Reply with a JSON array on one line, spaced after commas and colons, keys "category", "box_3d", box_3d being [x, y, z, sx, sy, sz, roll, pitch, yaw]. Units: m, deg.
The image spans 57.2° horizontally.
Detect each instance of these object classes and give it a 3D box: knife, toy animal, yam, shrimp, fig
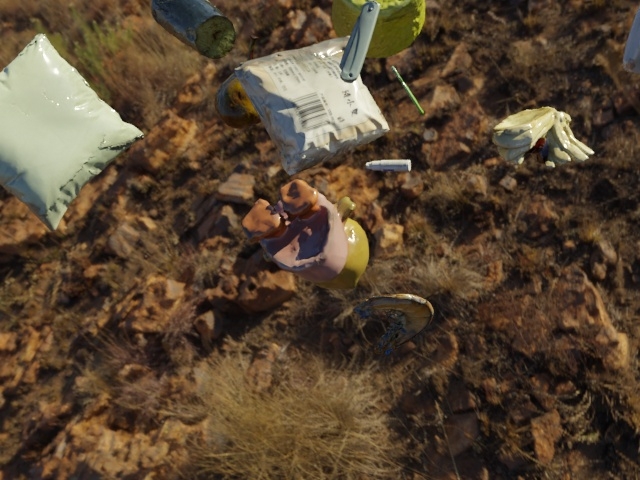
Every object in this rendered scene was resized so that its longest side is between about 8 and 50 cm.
[{"category": "knife", "box_3d": [0.319, -0.552, 2.155, 0.015, 0.212, 0.054, -33, 9, 11]}, {"category": "toy animal", "box_3d": [0.002, 0.004, 1.072, 0.195, 0.281, 0.169, -30, 69, 16]}, {"category": "yam", "box_3d": [-0.365, -0.620, 1.631, 0.154, 0.154, 0.254, -45, 69, -6]}, {"category": "shrimp", "box_3d": [0.184, 0.240, 1.683, 0.222, 0.290, 0.054, 14, 46, -15]}, {"category": "knife", "box_3d": [0.074, -0.387, 1.145, 0.044, 0.023, 0.162, 19, 95, 6]}, {"category": "fig", "box_3d": [-0.224, -0.500, 1.916, 0.290, 0.191, 0.190, -48, 44, 30]}]

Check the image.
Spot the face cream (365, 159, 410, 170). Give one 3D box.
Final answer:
[{"category": "face cream", "box_3d": [0.199, -0.221, 1.733, 0.130, 0.034, 0.034, 3, 61, 19]}]

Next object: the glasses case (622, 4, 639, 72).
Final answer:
[{"category": "glasses case", "box_3d": [0.678, -0.434, 1.225, 0.063, 0.164, 0.041, -3, 25, -27]}]

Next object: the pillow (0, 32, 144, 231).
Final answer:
[{"category": "pillow", "box_3d": [-0.590, -0.230, 1.253, 0.312, 0.310, 0.119, -52, 31, -18]}]

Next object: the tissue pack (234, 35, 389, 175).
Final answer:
[{"category": "tissue pack", "box_3d": [-0.014, -0.417, 1.740, 0.390, 0.195, 0.375, -20, 80, -18]}]

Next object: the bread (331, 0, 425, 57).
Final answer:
[{"category": "bread", "box_3d": [0.203, -0.836, 2.035, 0.348, 0.308, 0.348, 0, 87, 4]}]

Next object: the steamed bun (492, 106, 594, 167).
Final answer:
[{"category": "steamed bun", "box_3d": [0.669, -0.301, 1.772, 0.247, 0.189, 0.428, -18, 10, 26]}]
